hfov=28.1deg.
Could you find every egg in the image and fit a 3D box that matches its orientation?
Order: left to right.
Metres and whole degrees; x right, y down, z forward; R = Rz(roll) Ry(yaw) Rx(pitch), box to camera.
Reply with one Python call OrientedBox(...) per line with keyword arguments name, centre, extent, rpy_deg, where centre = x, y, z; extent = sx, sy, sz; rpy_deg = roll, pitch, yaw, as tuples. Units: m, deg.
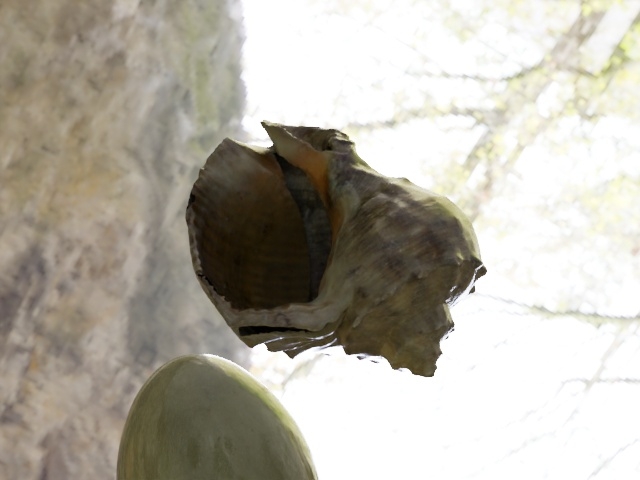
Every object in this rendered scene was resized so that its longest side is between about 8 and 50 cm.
OrientedBox(name="egg", centre=(-0.094, 0.228, 1.176), extent=(0.188, 0.189, 0.253), rpy_deg=(-20, -88, -66))

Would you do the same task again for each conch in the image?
OrientedBox(name="conch", centre=(0.000, 0.000, 0.730), extent=(0.155, 0.130, 0.207), rpy_deg=(-8, -125, -40))
